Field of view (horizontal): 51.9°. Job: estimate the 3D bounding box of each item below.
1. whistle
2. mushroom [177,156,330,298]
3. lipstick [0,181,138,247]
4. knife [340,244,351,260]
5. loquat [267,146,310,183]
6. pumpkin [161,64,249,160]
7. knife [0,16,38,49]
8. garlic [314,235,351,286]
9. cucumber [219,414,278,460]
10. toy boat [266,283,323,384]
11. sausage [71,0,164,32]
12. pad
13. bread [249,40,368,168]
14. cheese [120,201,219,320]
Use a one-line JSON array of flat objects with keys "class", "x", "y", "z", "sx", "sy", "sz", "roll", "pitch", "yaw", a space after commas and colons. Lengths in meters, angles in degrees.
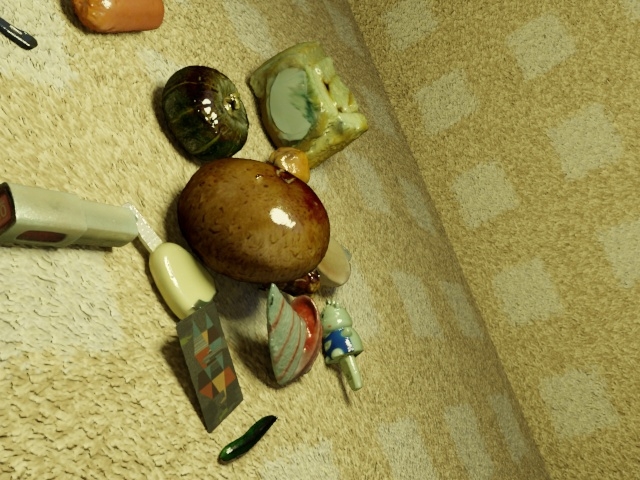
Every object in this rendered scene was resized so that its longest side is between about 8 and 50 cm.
[{"class": "whistle", "x": 0.050, "y": 0.258, "z": 1.648, "sx": 0.092, "sy": 0.110, "sz": 0.244, "roll": -5, "pitch": 65, "yaw": -29}, {"class": "mushroom", "x": -0.153, "y": -0.021, "z": 1.430, "sx": 0.334, "sy": 0.356, "sz": 0.331, "roll": -22, "pitch": 70, "yaw": -37}, {"class": "lipstick", "x": -0.415, "y": -0.033, "z": 1.075, "sx": 0.253, "sy": 0.079, "sz": 0.077, "roll": 9, "pitch": 55, "yaw": -62}, {"class": "knife", "x": 0.001, "y": 0.002, "z": 1.889, "sx": 0.265, "sy": 0.040, "sz": 0.073, "roll": 31, "pitch": 27, "yaw": -48}, {"class": "loquat", "x": -0.091, "y": -0.202, "z": 1.849, "sx": 0.137, "sy": 0.113, "sz": 0.137, "roll": 5, "pitch": 83, "yaw": -51}, {"class": "pumpkin", "x": -0.264, "y": -0.303, "z": 1.550, "sx": 0.238, "sy": 0.159, "sz": 0.238, "roll": 50, "pitch": 23, "yaw": -30}, {"class": "knife", "x": -0.577, "y": -0.392, "z": 1.208, "sx": 0.121, "sy": 0.018, "sz": 0.031, "roll": 38, "pitch": 41, "yaw": -40}, {"class": "garlic", "x": -0.004, "y": 0.043, "z": 1.730, "sx": 0.318, "sy": 0.112, "sz": 0.143, "roll": 47, "pitch": 36, "yaw": -59}, {"class": "cucumber", "x": -0.134, "y": 0.374, "z": 1.246, "sx": 0.184, "sy": 0.033, "sz": 0.036, "roll": -19, "pitch": 106, "yaw": -65}, {"class": "toy boat", "x": -0.071, "y": 0.188, "z": 1.384, "sx": 0.282, "sy": 0.096, "sz": 0.206, "roll": 66, "pitch": 40, "yaw": -62}, {"class": "sausage", "x": -0.453, "y": -0.523, "z": 1.477, "sx": 0.114, "sy": 0.113, "sz": 0.259, "roll": 58, "pitch": 25, "yaw": -7}, {"class": "pad", "x": -0.203, "y": 0.232, "z": 1.230, "sx": 0.143, "sy": 0.003, "sz": 0.211, "roll": -35, "pitch": 111, "yaw": -65}, {"class": "bread", "x": -0.062, "y": -0.435, "z": 1.982, "sx": 0.395, "sy": 0.239, "sz": 0.264, "roll": 62, "pitch": 24, "yaw": 7}, {"class": "cheese", "x": -0.298, "y": 0.033, "z": 1.261, "sx": 0.251, "sy": 0.054, "sz": 0.127, "roll": 55, "pitch": 26, "yaw": -13}]
